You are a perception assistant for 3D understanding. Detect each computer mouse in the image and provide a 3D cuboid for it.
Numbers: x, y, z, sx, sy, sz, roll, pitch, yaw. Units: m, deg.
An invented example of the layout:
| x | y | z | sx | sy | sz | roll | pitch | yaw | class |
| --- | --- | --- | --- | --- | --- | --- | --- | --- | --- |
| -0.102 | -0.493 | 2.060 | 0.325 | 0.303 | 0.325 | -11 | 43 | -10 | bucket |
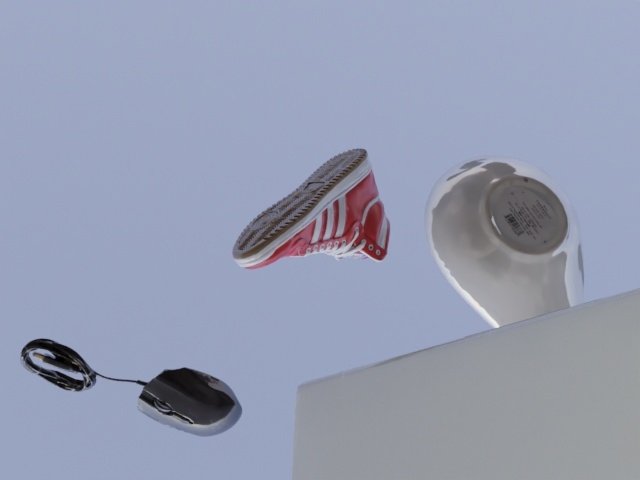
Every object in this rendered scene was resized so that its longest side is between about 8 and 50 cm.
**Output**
| x | y | z | sx | sy | sz | roll | pitch | yaw | class |
| --- | --- | --- | --- | --- | --- | --- | --- | --- | --- |
| -0.194 | 0.156 | 1.318 | 0.242 | 0.071 | 0.041 | 17 | -142 | -17 | computer mouse |

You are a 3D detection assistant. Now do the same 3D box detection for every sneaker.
| x | y | z | sx | sy | sz | roll | pitch | yaw | class |
| --- | --- | --- | --- | --- | --- | --- | --- | --- | --- |
| 0.000 | 0.000 | 0.782 | 0.118 | 0.042 | 0.067 | -40 | -62 | -33 | sneaker |

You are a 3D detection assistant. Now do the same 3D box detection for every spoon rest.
| x | y | z | sx | sy | sz | roll | pitch | yaw | class |
| --- | --- | --- | --- | --- | --- | --- | --- | --- | --- |
| 0.184 | 0.050 | 1.016 | 0.137 | 0.084 | 0.276 | -22 | -110 | -24 | spoon rest |

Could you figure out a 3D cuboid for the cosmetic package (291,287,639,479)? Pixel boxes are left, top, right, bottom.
| x | y | z | sx | sy | sz | roll | pitch | yaw | class |
| --- | --- | --- | --- | --- | --- | --- | --- | --- | --- |
| 0.134 | 0.109 | 0.619 | 0.160 | 0.309 | 0.113 | 15 | -114 | -31 | cosmetic package |
